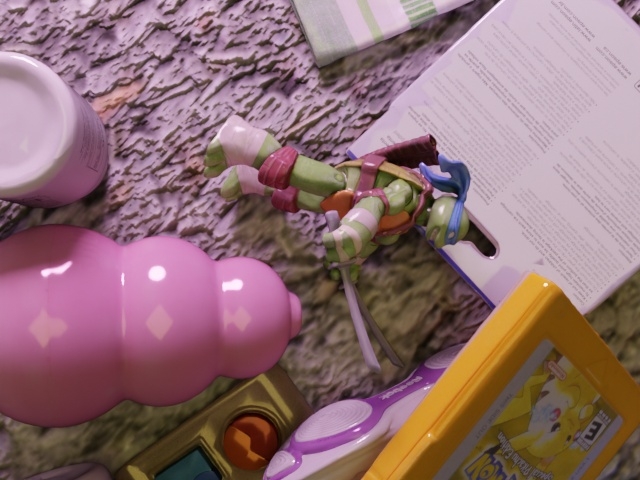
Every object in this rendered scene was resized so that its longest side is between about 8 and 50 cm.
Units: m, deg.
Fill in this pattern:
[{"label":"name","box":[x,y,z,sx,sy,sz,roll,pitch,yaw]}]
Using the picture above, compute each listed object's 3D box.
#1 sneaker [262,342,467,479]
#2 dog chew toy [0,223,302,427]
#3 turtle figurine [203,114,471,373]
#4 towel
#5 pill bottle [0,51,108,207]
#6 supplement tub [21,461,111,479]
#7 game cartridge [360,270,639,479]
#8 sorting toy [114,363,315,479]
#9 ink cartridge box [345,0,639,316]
[{"label":"sneaker","box":[0.089,0.231,0.867,0.305,0.114,0.152,-22,102,-13]},{"label":"dog chew toy","box":[-0.185,0.083,0.828,0.332,0.206,0.207,-1,88,-12]},{"label":"turtle figurine","box":[0.000,0.000,0.834,0.266,0.198,0.275,25,111,13]},{"label":"towel","box":[0.098,-0.379,0.929,0.325,0.038,0.248,-23,91,-1]},{"label":"pill bottle","box":[-0.287,-0.099,0.804,0.131,0.229,0.131,0,88,-4]},{"label":"supplement tub","box":[-0.269,0.350,0.833,0.144,0.144,0.200,-15,90,-5]},{"label":"game cartridge","box":[0.197,0.233,0.846,0.324,0.052,0.285,-52,127,-5]},{"label":"sorting toy","box":[-0.056,0.325,0.901,0.229,0.041,0.307,-35,91,-5]},{"label":"ink cartridge box","box":[0.255,-0.097,0.905,0.330,0.071,0.324,-43,86,8]}]
